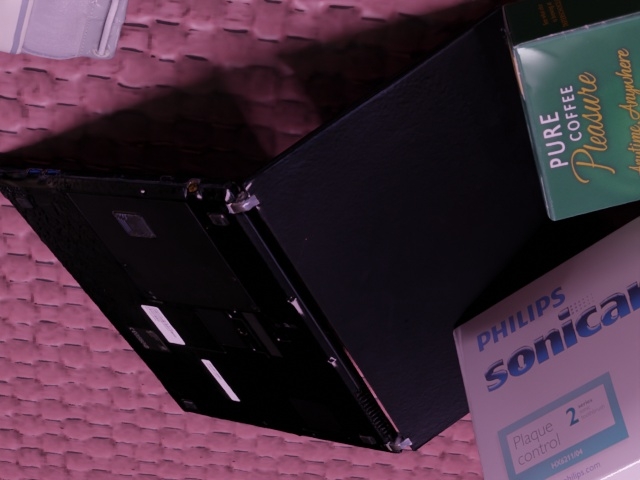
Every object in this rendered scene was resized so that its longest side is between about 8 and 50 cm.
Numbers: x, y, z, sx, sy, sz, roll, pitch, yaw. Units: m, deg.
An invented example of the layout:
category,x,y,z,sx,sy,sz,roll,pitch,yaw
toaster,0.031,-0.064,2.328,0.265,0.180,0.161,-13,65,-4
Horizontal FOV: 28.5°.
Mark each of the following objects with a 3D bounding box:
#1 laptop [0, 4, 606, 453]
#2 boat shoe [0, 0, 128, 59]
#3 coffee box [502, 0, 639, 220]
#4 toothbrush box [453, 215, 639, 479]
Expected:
category,x,y,z,sx,sy,sz,roll,pitch,yaw
laptop,0.000,0.000,0.701,0.264,0.136,0.234,5,142,34
boat shoe,-0.080,-0.158,0.500,0.081,0.079,0.227,10,141,-22
coffee box,0.184,-0.080,0.584,0.184,0.040,0.113,-15,133,10
toothbrush box,0.252,0.092,0.677,0.295,0.126,0.216,27,131,-37
